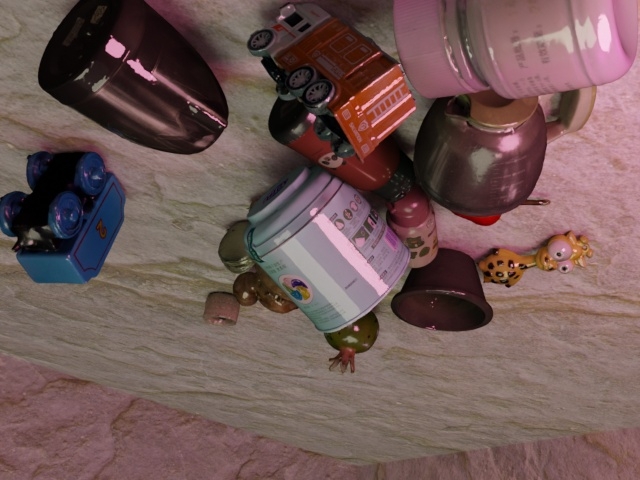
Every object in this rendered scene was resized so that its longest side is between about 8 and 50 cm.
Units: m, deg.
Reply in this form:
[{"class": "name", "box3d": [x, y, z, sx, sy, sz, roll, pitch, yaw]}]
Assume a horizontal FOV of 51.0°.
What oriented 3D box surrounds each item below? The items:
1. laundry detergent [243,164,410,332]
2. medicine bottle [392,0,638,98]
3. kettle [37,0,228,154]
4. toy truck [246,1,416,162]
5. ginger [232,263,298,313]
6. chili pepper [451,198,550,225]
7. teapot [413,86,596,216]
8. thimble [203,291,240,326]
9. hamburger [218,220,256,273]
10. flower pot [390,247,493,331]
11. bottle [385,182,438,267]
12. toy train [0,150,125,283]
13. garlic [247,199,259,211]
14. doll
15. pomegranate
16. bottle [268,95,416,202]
[{"class": "laundry detergent", "box3d": [0.000, 0.000, 1.511, 0.305, 0.287, 0.287, 48, 137, -14]}, {"class": "medicine bottle", "box3d": [0.283, -0.329, 0.982, 0.301, 0.241, 0.241, -3, 149, 35]}, {"class": "kettle", "box3d": [-0.337, -0.288, 1.263, 0.320, 0.228, 0.324, 16, 167, 45]}, {"class": "toy truck", "box3d": [0.015, -0.277, 1.103, 0.162, 0.305, 0.136, -39, 140, -1]}, {"class": "ginger", "box3d": [-0.117, 0.125, 1.930, 0.244, 0.155, 0.304, 21, 147, -24]}, {"class": "chili pepper", "box3d": [0.349, -0.098, 1.471, 0.338, 0.131, 0.134, 25, 176, -39]}, {"class": "teapot", "box3d": [0.336, -0.192, 1.197, 0.321, 0.240, 0.239, 5, 152, 4]}, {"class": "thimble", "box3d": [-0.326, 0.229, 2.223, 0.115, 0.090, 0.102, 9, 153, -5]}, {"class": "hamburger", "box3d": [-0.212, 0.016, 1.789, 0.133, 0.140, 0.062, 27, 168, 43]}, {"class": "flower pot", "box3d": [0.329, 0.126, 1.811, 0.268, 0.166, 0.269, 7, 150, 4]}, {"class": "bottle", "box3d": [0.218, -0.042, 1.604, 0.120, 0.120, 0.253, 1, 149, 12]}, {"class": "toy train", "box3d": [-0.607, -0.054, 1.604, 0.187, 0.300, 0.265, 1, 138, 13]}, {"class": "garlic", "box3d": [-0.135, -0.061, 1.669, 0.066, 0.152, 0.084, -34, 110, -3]}, {"class": "doll", "box3d": [0.545, 0.054, 1.721, 0.291, 0.086, 0.117, -16, 113, 33]}, {"class": "pomegranate", "box3d": [0.091, 0.310, 2.128, 0.181, 0.224, 0.181, 12, 156, 5]}, {"class": "bottle", "box3d": [0.059, -0.189, 1.371, 0.336, 0.144, 0.144, 31, 143, -34]}]
